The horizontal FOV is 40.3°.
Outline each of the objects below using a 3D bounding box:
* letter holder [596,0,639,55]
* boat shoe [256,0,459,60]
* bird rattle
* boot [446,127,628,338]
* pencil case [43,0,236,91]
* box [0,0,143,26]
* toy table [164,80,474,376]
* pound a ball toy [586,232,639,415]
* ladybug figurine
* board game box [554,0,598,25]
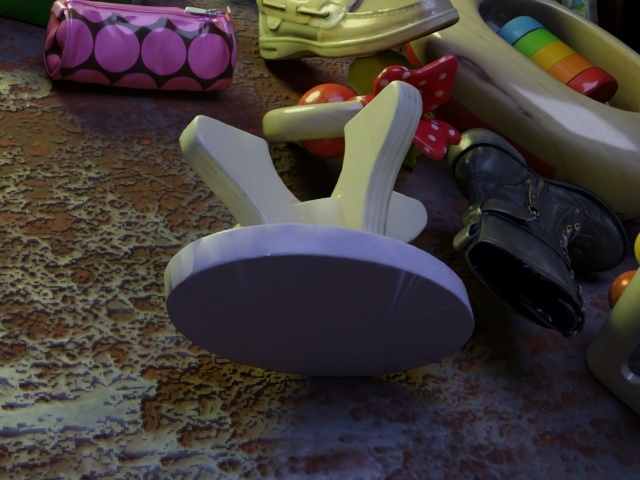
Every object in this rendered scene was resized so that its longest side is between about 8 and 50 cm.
[{"bbox_3d":[0.405,-0.403,1.293,0.214,0.152,0.302,40,-2,24],"label":"letter holder"},{"bbox_3d":[0.028,-0.272,1.027,0.109,0.098,0.302,-25,22,-36],"label":"boat shoe"},{"bbox_3d":[0.042,-0.121,0.930,0.207,0.143,0.253,-7,15,5],"label":"bird rattle"},{"bbox_3d":[0.221,0.015,0.862,0.263,0.091,0.229,30,31,-19],"label":"boot"},{"bbox_3d":[-0.202,-0.224,0.987,0.209,0.098,0.095,-3,45,-26],"label":"pencil case"},{"bbox_3d":[-0.339,-0.376,1.081,0.262,0.127,0.231,13,42,-8],"label":"box"},{"bbox_3d":[0.000,0.000,0.723,0.274,0.252,0.161,29,41,-43],"label":"toy table"},{"bbox_3d":[0.369,0.029,0.817,0.208,0.319,0.136,-32,62,-27],"label":"pound a ball toy"},{"bbox_3d":[0.269,-0.178,1.093,0.305,0.162,0.449,-14,51,-36],"label":"ladybug figurine"},{"bbox_3d":[0.338,-0.285,1.229,0.103,0.154,0.026,16,46,39],"label":"board game box"}]
